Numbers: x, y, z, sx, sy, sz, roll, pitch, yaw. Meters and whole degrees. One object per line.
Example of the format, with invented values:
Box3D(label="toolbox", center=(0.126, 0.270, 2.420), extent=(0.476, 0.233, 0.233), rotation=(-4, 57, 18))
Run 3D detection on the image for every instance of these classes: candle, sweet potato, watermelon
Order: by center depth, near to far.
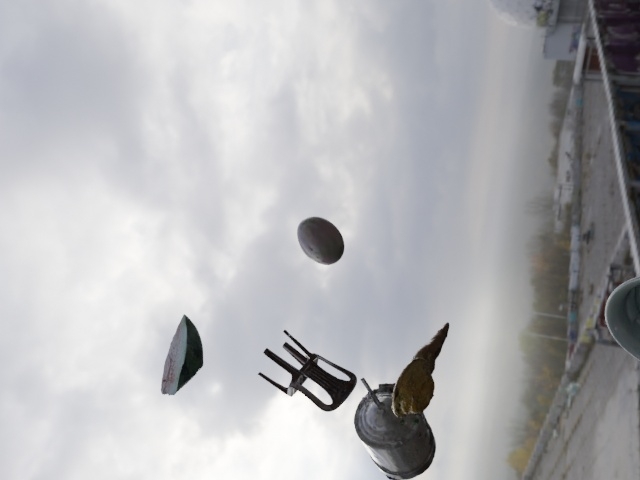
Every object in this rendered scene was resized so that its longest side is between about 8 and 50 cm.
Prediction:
Box3D(label="watermelon", center=(-0.308, 0.258, 1.326), extent=(0.081, 0.094, 0.180), rotation=(45, -126, -53))
Box3D(label="candle", center=(0.181, 0.473, 1.533), extent=(0.330, 0.187, 0.187), rotation=(64, -144, -42))
Box3D(label="sweet potato", center=(0.277, 0.294, 1.540), extent=(0.226, 0.068, 0.068), rotation=(-59, -26, -31))

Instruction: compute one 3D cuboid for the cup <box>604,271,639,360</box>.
Box3D(label="cup", center=(0.978, 0.187, 1.610), extent=(0.163, 0.347, 0.347), rotation=(-44, -37, -36))

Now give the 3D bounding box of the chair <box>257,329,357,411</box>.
Box3D(label="chair", center=(-0.043, 0.480, 2.104), extent=(0.175, 0.326, 0.183), rotation=(-45, -19, -30))

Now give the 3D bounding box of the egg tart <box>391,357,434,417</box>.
Box3D(label="egg tart", center=(0.188, 0.294, 1.170), extent=(0.129, 0.049, 0.128), rotation=(-22, -59, -43))

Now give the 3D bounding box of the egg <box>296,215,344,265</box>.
Box3D(label="egg", center=(0.000, 0.000, 1.467), extent=(0.103, 0.135, 0.103), rotation=(-41, 2, 2))
